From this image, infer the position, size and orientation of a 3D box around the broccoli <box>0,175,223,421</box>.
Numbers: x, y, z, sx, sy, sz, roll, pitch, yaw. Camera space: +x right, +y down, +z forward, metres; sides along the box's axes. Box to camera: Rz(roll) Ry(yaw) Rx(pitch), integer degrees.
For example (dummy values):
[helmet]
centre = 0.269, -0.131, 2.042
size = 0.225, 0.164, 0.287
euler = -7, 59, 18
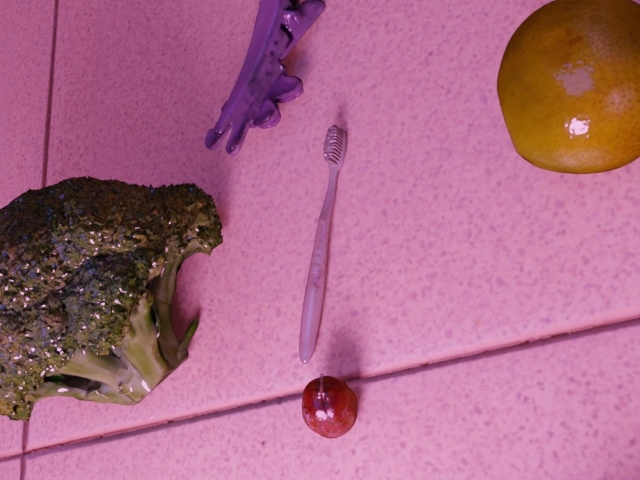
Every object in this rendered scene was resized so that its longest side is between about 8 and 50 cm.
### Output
[broccoli]
centre = -0.307, 0.068, 1.082
size = 0.413, 0.321, 0.310
euler = -42, 61, -2

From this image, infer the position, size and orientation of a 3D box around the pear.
[pear]
centre = 0.281, -0.156, 0.803
size = 0.216, 0.166, 0.180
euler = -16, 49, 10

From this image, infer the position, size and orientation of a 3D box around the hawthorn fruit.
[hawthorn fruit]
centre = 0.005, 0.178, 0.920
size = 0.066, 0.103, 0.067
euler = -8, 57, 13

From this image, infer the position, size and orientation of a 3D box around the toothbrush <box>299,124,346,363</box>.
[toothbrush]
centre = 0.000, 0.000, 1.033
size = 0.025, 0.029, 0.307
euler = 0, 75, 30

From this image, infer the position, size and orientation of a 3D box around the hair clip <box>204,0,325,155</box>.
[hair clip]
centre = -0.070, -0.245, 1.146
size = 0.137, 0.090, 0.279
euler = 19, 91, 40
